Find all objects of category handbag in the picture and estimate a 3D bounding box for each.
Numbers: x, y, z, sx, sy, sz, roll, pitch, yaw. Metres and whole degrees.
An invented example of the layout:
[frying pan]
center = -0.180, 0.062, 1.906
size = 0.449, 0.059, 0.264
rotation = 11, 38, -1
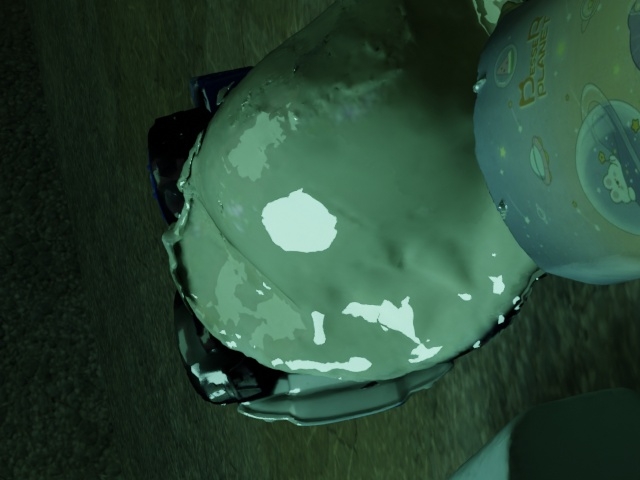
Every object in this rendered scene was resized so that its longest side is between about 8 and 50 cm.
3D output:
[handbag]
center = 0.121, -0.047, 0.612
size = 0.173, 0.095, 0.117
rotation = 160, 107, -67

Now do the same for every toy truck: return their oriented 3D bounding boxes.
[toy truck]
center = 0.000, 0.000, 1.017
size = 0.177, 0.161, 0.213
rotation = 53, -154, -79

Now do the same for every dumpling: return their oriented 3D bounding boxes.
[dumpling]
center = 0.034, -0.023, 0.861
size = 0.172, 0.142, 0.247
rotation = 51, 121, 13

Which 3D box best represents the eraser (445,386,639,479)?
[eraser]
center = 0.098, 0.195, 0.795
size = 0.290, 0.104, 0.189
rotation = 118, 141, -65
